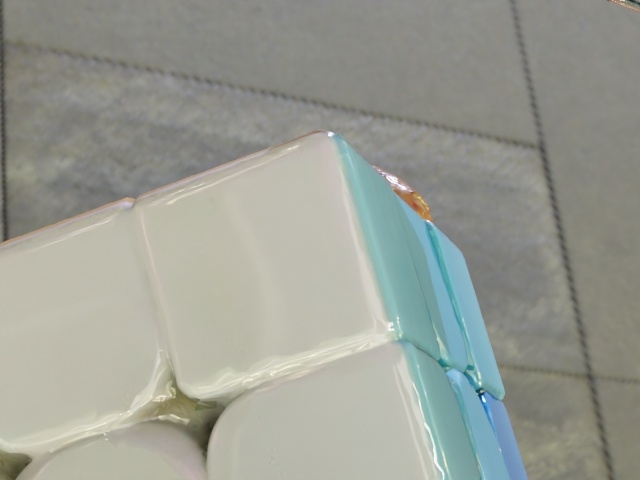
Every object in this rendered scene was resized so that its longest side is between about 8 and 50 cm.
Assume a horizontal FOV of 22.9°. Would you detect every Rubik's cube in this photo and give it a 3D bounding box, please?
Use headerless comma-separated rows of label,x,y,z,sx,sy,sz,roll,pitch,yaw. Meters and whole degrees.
Rubik's cube,-0.050,0.153,0.765,0.291,0.291,0.290,36,36,-70

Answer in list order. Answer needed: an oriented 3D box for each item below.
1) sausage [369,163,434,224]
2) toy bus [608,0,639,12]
sausage,-0.001,-0.005,1.245,0.076,0.302,0.103,-18,86,-24
toy bus,0.143,-0.084,0.548,0.110,0.031,0.043,20,22,-13
